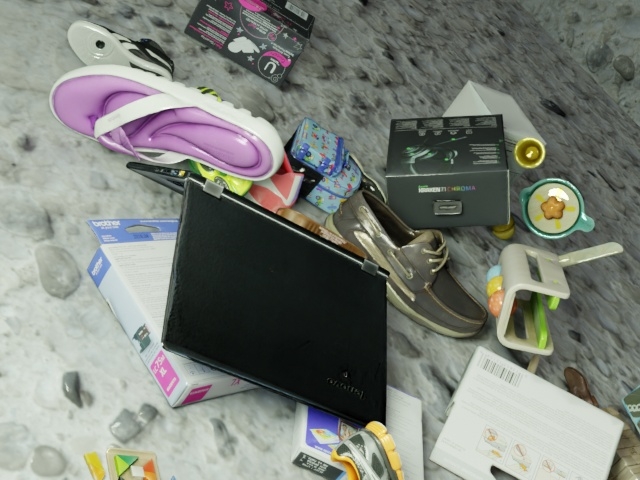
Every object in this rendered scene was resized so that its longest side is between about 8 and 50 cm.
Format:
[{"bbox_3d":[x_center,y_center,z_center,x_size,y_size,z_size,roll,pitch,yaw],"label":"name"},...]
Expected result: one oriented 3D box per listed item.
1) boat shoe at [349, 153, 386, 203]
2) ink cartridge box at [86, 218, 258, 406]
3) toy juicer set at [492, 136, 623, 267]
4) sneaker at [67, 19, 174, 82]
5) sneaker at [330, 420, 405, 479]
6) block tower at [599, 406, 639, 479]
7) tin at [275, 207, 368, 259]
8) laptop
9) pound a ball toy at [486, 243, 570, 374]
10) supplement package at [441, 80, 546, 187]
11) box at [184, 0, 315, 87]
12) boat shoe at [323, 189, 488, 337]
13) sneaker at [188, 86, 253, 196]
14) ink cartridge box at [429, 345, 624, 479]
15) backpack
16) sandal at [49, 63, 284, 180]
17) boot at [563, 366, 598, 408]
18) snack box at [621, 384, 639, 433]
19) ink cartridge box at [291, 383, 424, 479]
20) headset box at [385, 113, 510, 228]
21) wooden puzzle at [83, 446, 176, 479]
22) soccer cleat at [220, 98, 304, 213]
[{"bbox_3d":[0.084,-0.119,2.032,0.042,0.049,0.133,-36,81,-24],"label":"boat shoe"},{"bbox_3d":[-0.210,0.093,1.429,0.186,0.065,0.311,-5,51,-48],"label":"ink cartridge box"},{"bbox_3d":[0.485,-0.048,2.169,0.329,0.209,0.089,55,18,8],"label":"toy juicer set"},{"bbox_3d":[-0.383,-0.365,1.886,0.217,0.079,0.121,31,27,-24],"label":"sneaker"},{"bbox_3d":[0.080,0.357,1.317,0.083,0.084,0.214,-17,76,-22],"label":"sneaker"},{"bbox_3d":[0.536,0.432,1.665,0.097,0.091,0.335,3,43,-41],"label":"block tower"},{"bbox_3d":[0.000,0.000,1.728,0.190,0.040,0.106,31,-13,-16],"label":"tin"},{"bbox_3d":[-0.108,0.073,1.483,0.382,0.236,0.408,27,-7,-31],"label":"laptop"},{"bbox_3d":[0.372,0.147,1.858,0.136,0.208,0.319,13,17,5],"label":"pound a ball toy"},{"bbox_3d":[0.381,-0.226,2.309,0.149,0.203,0.194,12,39,-34],"label":"supplement package"},{"bbox_3d":[-0.157,-0.483,2.198,0.247,0.142,0.163,30,30,-12],"label":"box"},{"bbox_3d":[0.169,0.041,1.802,0.355,0.130,0.132,36,31,2],"label":"boat shoe"},{"bbox_3d":[-0.179,-0.159,1.730,0.110,0.123,0.295,-18,45,-10],"label":"sneaker"},{"bbox_3d":[0.331,0.333,1.594,0.275,0.060,0.239,28,55,6],"label":"ink cartridge box"},{"bbox_3d":[0.007,-0.136,1.906,0.173,0.117,0.158,32,32,-10],"label":"backpack"},{"bbox_3d":[-0.263,-0.177,1.560,0.416,0.169,0.102,13,47,16],"label":"sandal"},{"bbox_3d":[0.462,0.284,1.854,0.114,0.037,0.106,2,42,-37],"label":"boot"},{"bbox_3d":[0.652,0.401,1.738,0.187,0.060,0.322,45,14,-13],"label":"snack box"},{"bbox_3d":[0.059,0.280,1.450,0.206,0.045,0.208,27,33,-13],"label":"ink cartridge box"},{"bbox_3d":[0.265,-0.143,2.039,0.247,0.131,0.283,-3,32,7],"label":"headset box"},{"bbox_3d":[-0.226,0.285,1.195,0.116,0.014,0.078,9,40,-37],"label":"wooden puzzle"},{"bbox_3d":[-0.126,-0.176,1.827,0.109,0.116,0.318,4,43,-41],"label":"soccer cleat"}]
